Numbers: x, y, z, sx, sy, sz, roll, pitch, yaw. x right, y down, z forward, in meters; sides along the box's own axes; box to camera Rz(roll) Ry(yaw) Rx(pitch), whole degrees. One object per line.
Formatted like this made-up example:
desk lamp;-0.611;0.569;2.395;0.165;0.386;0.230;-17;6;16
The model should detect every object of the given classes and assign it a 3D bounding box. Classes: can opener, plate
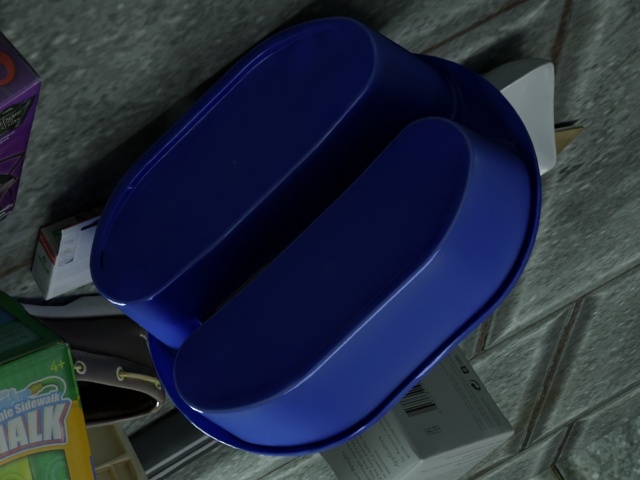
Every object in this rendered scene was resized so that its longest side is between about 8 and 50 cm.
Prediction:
can opener;-0.113;0.216;2.060;0.283;0.095;0.076;-32;162;-1
plate;0.085;-0.056;1.759;0.278;0.045;0.277;-31;163;-2

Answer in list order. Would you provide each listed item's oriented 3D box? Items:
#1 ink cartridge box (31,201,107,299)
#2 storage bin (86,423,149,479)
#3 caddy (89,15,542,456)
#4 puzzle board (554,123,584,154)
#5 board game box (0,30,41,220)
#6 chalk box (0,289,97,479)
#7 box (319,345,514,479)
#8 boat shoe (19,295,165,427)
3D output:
ink cartridge box;-0.184;-0.001;1.493;0.063;0.029;0.115;-23;159;-24
storage bin;-0.263;0.335;1.872;0.123;0.260;0.262;-3;147;-49
caddy;0.000;0.000;1.436;0.341;0.241;0.179;-43;153;7
puzzle board;0.195;-0.073;1.947;0.096;0.011;0.128;-11;152;-44
board game box;-0.321;0.025;1.162;0.347;0.056;0.208;-38;168;-23
chalk box;-0.277;0.140;1.373;0.180;0.179;0.289;-23;118;-27
box;0.085;0.185;2.161;0.182;0.181;0.119;-10;152;-50
boat shoe;-0.251;0.115;1.574;0.116;0.097;0.324;-42;159;29
